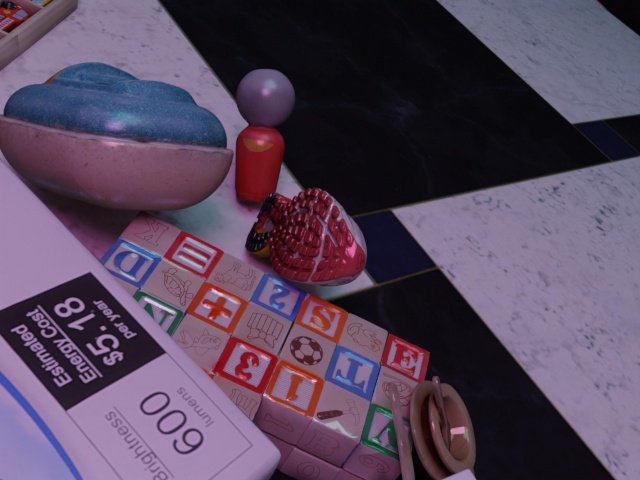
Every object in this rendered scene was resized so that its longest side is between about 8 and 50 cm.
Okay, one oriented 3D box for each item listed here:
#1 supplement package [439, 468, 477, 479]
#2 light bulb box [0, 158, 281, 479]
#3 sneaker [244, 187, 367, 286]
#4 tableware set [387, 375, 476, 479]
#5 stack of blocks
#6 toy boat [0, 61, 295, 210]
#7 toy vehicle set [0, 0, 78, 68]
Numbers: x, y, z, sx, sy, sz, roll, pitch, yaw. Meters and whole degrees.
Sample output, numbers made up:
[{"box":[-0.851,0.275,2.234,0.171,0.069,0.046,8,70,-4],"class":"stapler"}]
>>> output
[{"box":[0.038,0.308,0.378,0.199,0.198,0.263,-8,52,-34],"class":"supplement package"},{"box":[-0.286,0.137,0.363,0.358,0.225,0.361,41,41,17],"class":"light bulb box"},{"box":[0.000,0.000,0.706,0.092,0.088,0.225,24,1,-20],"class":"sneaker"},{"box":[0.114,0.204,0.566,0.128,0.039,0.194,22,53,-51],"class":"tableware set"},{"box":[-0.067,0.115,0.611,0.297,0.087,0.171,26,40,-2],"class":"stack of blocks"},{"box":[-0.156,-0.117,0.725,0.267,0.148,0.318,17,13,42],"class":"toy boat"},{"box":[-0.434,-0.287,0.878,0.165,0.035,0.267,23,40,-5],"class":"toy vehicle set"}]
